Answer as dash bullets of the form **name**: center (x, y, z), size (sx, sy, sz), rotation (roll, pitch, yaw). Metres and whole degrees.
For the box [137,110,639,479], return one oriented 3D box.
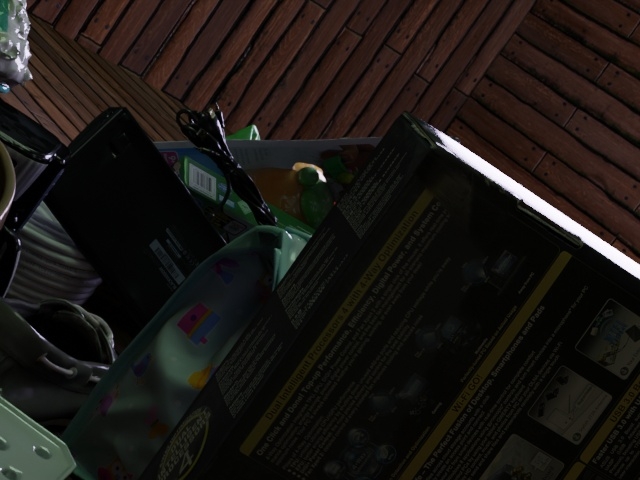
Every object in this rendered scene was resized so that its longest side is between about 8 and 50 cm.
- **box**: center (0.075, 0.161, 1.228), size (0.318, 0.395, 0.097), rotation (31, 10, -22)

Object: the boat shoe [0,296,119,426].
- **boat shoe**: center (-0.218, 0.094, 1.510), size (0.112, 0.095, 0.335), rotation (36, 7, 8)

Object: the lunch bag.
- **lunch bag**: center (-0.041, 0.125, 1.456), size (0.223, 0.262, 0.160), rotation (28, 10, -48)

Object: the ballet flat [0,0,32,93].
- **ballet flat**: center (-0.413, -0.205, 1.738), size (0.409, 0.147, 0.147), rotation (3, -16, 41)

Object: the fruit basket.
- **fruit basket**: center (0.000, 0.000, 2.075), size (0.353, 0.165, 0.327), rotation (4, -36, 14)

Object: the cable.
- **cable**: center (-0.329, -0.027, 1.831), size (0.257, 0.089, 0.257), rotation (40, 9, 27)

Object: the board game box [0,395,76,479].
- **board game box**: center (-0.353, 0.079, 0.912), size (0.390, 0.050, 0.390), rotation (35, 18, 3)

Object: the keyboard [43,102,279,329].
- **keyboard**: center (-0.133, -0.008, 1.825), size (0.033, 0.201, 0.317), rotation (20, -31, 53)

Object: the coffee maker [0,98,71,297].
- **coffee maker**: center (-0.315, -0.038, 1.606), size (0.120, 0.178, 0.171), rotation (32, 8, -28)

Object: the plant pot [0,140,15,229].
- **plant pot**: center (-0.370, -0.033, 1.440), size (0.237, 0.110, 0.237), rotation (17, 33, -12)

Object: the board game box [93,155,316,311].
- **board game box**: center (-0.096, 0.041, 1.992), size (0.317, 0.213, 0.046), rotation (29, 42, -33)
